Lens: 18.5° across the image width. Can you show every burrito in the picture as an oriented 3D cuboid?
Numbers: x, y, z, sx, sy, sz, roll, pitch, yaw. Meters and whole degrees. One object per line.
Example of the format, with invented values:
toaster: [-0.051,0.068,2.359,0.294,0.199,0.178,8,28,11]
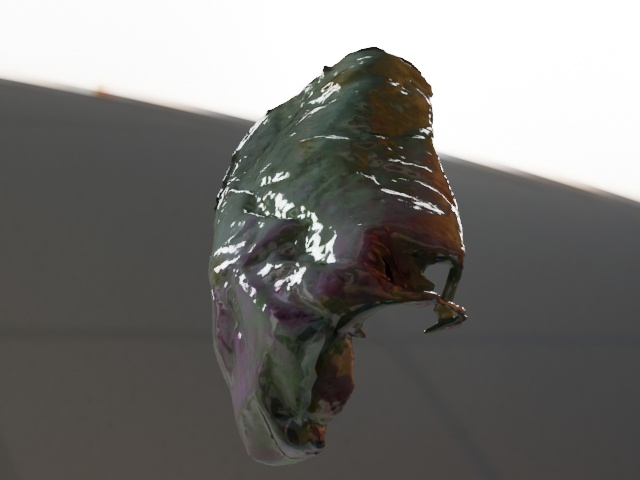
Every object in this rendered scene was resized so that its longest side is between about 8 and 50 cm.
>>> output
burrito: [0.000,0.000,0.900,0.089,0.144,0.229,39,-164,-17]
